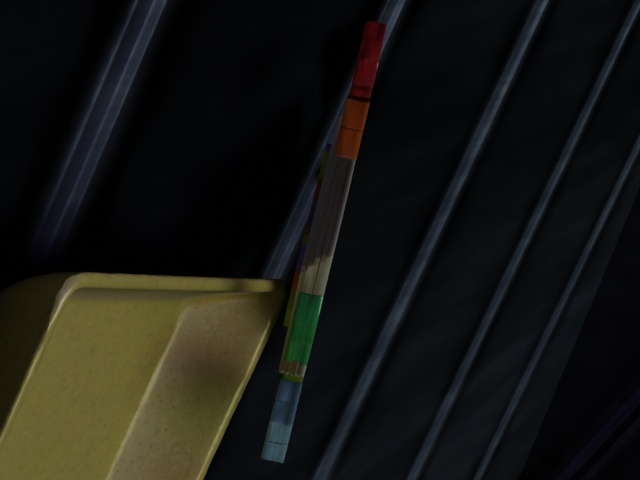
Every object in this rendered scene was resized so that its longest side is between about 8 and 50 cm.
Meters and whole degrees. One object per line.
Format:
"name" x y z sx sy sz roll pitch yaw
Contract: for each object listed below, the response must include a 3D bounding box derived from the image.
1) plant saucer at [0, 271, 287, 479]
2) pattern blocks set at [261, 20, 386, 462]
"plant saucer" -0.181 0.158 1.104 0.332 0.081 0.333 -66 159 7
"pattern blocks set" 0.000 0.000 1.243 0.325 0.026 0.285 -77 180 -57
